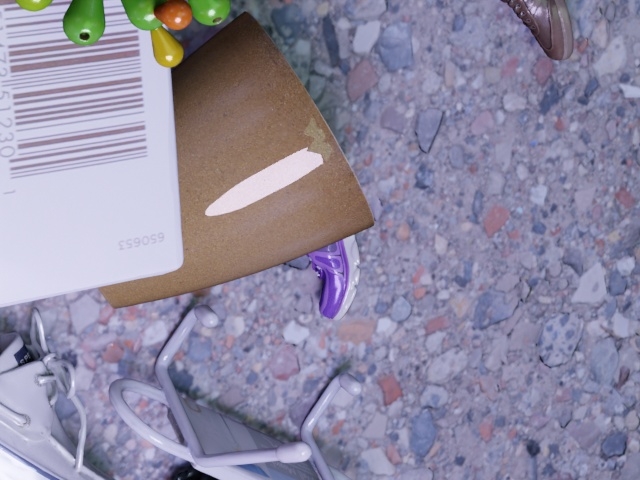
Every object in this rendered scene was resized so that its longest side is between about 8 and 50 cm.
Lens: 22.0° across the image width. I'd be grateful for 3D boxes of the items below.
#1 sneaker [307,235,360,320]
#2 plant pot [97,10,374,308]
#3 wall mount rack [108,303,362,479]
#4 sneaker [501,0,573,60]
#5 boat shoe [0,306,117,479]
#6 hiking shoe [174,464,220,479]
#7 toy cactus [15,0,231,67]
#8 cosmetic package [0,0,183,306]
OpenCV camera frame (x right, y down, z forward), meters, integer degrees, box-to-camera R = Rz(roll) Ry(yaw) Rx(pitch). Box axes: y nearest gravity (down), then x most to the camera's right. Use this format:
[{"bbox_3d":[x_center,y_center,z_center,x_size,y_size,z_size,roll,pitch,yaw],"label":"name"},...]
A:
[{"bbox_3d":[0.000,0.000,1.720,0.071,0.068,0.169,-6,97,-13],"label":"sneaker"},{"bbox_3d":[-0.116,-0.049,1.553,0.254,0.237,0.237,-32,116,-5],"label":"plant pot"},{"bbox_3d":[-0.022,0.201,1.603,0.350,0.304,0.130,28,104,-32],"label":"wall mount rack"},{"bbox_3d":[0.214,-0.275,1.772,0.071,0.066,0.188,-22,108,-5],"label":"sneaker"},{"bbox_3d":[-0.296,0.138,1.546,0.367,0.136,0.156,37,80,-21],"label":"boat shoe"},{"bbox_3d":[-0.175,0.337,1.664,0.304,0.113,0.132,-23,119,-19],"label":"hiking shoe"},{"bbox_3d":[-0.143,-0.221,1.101,0.219,0.112,0.180,15,84,-24],"label":"toy cactus"},{"bbox_3d":[-0.341,-0.140,1.286,0.328,0.394,0.329,-12,107,-28],"label":"cosmetic package"}]
